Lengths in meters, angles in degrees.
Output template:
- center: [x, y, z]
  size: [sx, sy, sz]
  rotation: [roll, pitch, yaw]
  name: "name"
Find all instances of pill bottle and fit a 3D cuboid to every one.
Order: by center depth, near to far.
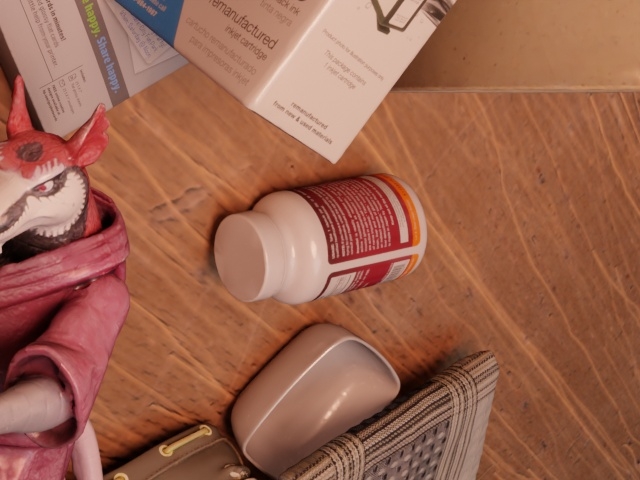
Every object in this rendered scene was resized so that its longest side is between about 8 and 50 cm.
- center: [0.000, 0.000, 0.931]
  size: [0.152, 0.086, 0.086]
  rotation: [-12, 130, -39]
  name: "pill bottle"

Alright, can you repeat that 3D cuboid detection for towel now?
- center: [0.047, 0.288, 1.150]
  size: [0.312, 0.056, 0.324]
  rotation: [-23, 133, -48]
  name: "towel"

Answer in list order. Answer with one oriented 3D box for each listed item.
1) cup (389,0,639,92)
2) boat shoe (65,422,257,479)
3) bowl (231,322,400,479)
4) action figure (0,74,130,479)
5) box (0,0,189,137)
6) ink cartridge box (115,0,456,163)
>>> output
- center: [0.190, -0.211, 0.782]
  size: [0.331, 0.331, 0.237]
  rotation: [-6, 99, -42]
  name: "cup"
- center: [-0.186, 0.228, 0.947]
  size: [0.305, 0.091, 0.109]
  rotation: [-18, 151, -33]
  name: "boat shoe"
- center: [-0.009, 0.137, 1.072]
  size: [0.142, 0.053, 0.142]
  rotation: [-45, 144, -2]
  name: "bowl"
- center: [-0.170, 0.084, 0.703]
  size: [0.275, 0.248, 0.370]
  rotation: [-1, 126, -46]
  name: "action figure"
- center: [-0.107, -0.160, 0.719]
  size: [0.186, 0.038, 0.145]
  rotation: [-34, 141, -19]
  name: "box"
- center: [0.004, -0.169, 0.667]
  size: [0.203, 0.148, 0.086]
  rotation: [-54, 141, 6]
  name: "ink cartridge box"
